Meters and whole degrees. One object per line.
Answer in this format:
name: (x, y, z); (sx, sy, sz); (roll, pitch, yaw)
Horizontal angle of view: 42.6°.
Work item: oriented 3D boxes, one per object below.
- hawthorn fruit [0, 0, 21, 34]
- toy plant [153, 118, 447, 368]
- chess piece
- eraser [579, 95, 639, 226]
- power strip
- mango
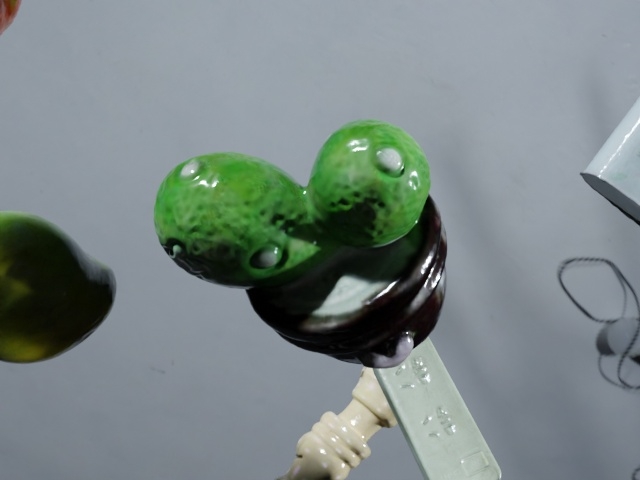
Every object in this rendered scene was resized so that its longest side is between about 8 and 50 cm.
hawthorn fruit: (-0.480, -0.330, 0.899); (0.316, 0.316, 0.315); (1, 116, 1)
toy plant: (0.000, 0.000, 0.677); (0.218, 0.175, 0.235); (-21, 134, 15)
chess piece: (0.041, 0.338, 1.399); (0.307, 0.139, 0.124); (-44, 148, -11)
eraser: (0.489, -0.129, 1.114); (0.174, 0.081, 0.227); (37, 90, -5)
power strip: (0.165, 0.266, 1.118); (0.093, 0.288, 0.053); (-21, 148, -9)
mango: (-0.246, 0.047, 0.701); (0.086, 0.122, 0.191); (13, 160, 27)
